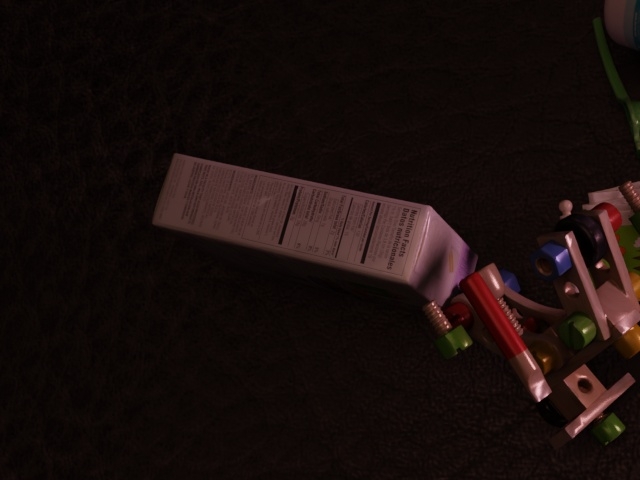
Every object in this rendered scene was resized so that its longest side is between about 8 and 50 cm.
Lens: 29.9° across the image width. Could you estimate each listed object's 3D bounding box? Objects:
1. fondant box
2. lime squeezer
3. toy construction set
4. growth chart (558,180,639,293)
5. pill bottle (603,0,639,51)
[{"bbox_3d":[0.000,0.000,1.442,0.330,0.238,0.096,14,81,23],"label":"fondant box"},{"bbox_3d":[0.408,-0.143,1.416,0.310,0.059,0.110,43,105,25],"label":"lime squeezer"},{"bbox_3d":[0.262,0.116,1.286,0.257,0.309,0.237,-36,82,31],"label":"toy construction set"},{"bbox_3d":[0.389,0.001,1.385,0.237,0.021,0.172,-18,82,26],"label":"growth chart"},{"bbox_3d":[0.464,-0.254,1.337,0.264,0.146,0.146,26,87,32],"label":"pill bottle"}]
